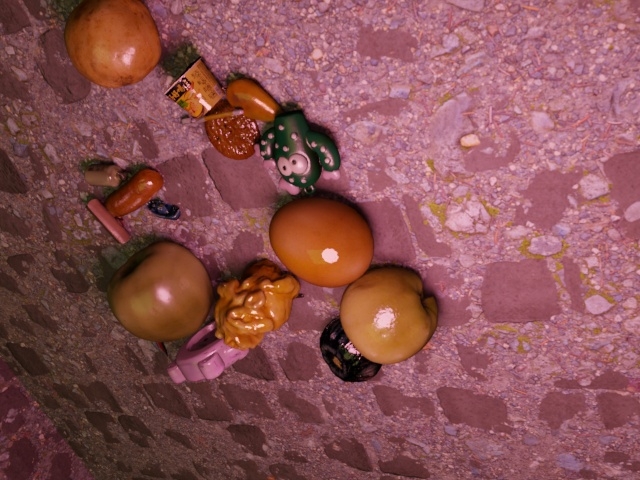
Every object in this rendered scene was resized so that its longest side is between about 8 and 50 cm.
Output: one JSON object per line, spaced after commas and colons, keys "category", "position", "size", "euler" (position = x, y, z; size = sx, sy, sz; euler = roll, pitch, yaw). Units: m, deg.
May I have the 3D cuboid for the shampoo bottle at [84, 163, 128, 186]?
{"category": "shampoo bottle", "position": [-0.737, -0.226, 2.028], "size": [0.161, 0.079, 0.079], "euler": [5, 124, 24]}

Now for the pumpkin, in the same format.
{"category": "pumpkin", "position": [0.104, 0.361, 1.925], "size": [0.233, 0.163, 0.233], "euler": [35, 146, 28]}

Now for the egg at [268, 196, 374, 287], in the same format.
{"category": "egg", "position": [0.000, 0.000, 1.686], "size": [0.322, 0.250, 0.250], "euler": [25, 131, 22]}

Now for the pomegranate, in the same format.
{"category": "pomegranate", "position": [-0.571, -0.548, 1.609], "size": [0.260, 0.260, 0.261], "euler": [14, 128, 19]}

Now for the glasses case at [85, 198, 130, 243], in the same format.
{"category": "glasses case", "position": [-0.787, -0.077, 2.179], "size": [0.194, 0.070, 0.102], "euler": [52, 157, -16]}

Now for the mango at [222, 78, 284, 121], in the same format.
{"category": "mango", "position": [-0.190, -0.390, 1.638], "size": [0.187, 0.066, 0.101], "euler": [30, 132, -5]}

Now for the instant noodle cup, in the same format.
{"category": "instant noodle cup", "position": [-0.351, -0.423, 1.647], "size": [0.151, 0.151, 0.122], "euler": [-29, 113, 39]}

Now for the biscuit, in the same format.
{"category": "biscuit", "position": [-0.266, -0.325, 1.743], "size": [0.187, 0.027, 0.188], "euler": [13, 127, 18]}

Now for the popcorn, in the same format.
{"category": "popcorn", "position": [-0.237, 0.207, 1.941], "size": [0.281, 0.316, 0.297], "euler": [40, 162, -30]}

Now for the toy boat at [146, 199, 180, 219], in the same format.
{"category": "toy boat", "position": [-0.548, -0.110, 2.022], "size": [0.137, 0.060, 0.061], "euler": [17, 148, 24]}

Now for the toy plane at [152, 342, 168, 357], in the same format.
{"category": "toy plane", "position": [-0.693, 0.343, 2.394], "size": [0.222, 0.104, 0.327], "euler": [-6, 123, 32]}

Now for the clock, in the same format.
{"category": "clock", "position": [-0.382, 0.389, 2.116], "size": [0.295, 0.322, 0.114], "euler": [-15, 109, 35]}

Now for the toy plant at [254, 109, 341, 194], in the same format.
{"category": "toy plant", "position": [-0.064, -0.239, 1.641], "size": [0.232, 0.112, 0.243], "euler": [-32, 99, 38]}

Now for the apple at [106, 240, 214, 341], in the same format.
{"category": "apple", "position": [-0.561, 0.190, 2.061], "size": [0.357, 0.357, 0.358], "euler": [14, 128, 19]}

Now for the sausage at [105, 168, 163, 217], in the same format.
{"category": "sausage", "position": [-0.643, -0.163, 2.007], "size": [0.270, 0.109, 0.109], "euler": [-27, 107, 36]}

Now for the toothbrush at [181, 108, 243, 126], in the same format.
{"category": "toothbrush", "position": [-0.322, -0.363, 1.709], "size": [0.288, 0.021, 0.024], "euler": [1, 112, 43]}

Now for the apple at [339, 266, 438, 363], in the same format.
{"category": "apple", "position": [0.206, 0.218, 1.732], "size": [0.254, 0.292, 0.292], "euler": [-28, 106, 31]}
